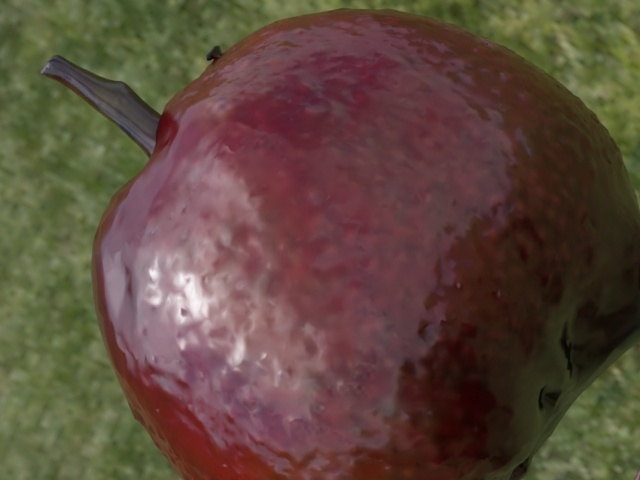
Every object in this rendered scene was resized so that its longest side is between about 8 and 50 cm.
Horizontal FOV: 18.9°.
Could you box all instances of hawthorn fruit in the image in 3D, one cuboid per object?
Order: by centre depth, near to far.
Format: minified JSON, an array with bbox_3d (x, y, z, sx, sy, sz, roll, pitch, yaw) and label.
[{"bbox_3d":[0.000,0.000,0.787,0.230,0.266,0.210,-51,4,-10],"label":"hawthorn fruit"}]

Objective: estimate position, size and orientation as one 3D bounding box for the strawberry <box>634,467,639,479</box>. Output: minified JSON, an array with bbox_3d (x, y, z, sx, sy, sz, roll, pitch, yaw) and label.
[{"bbox_3d":[0.261,0.142,0.526,0.351,0.267,0.312,-14,55,30],"label":"strawberry"}]
